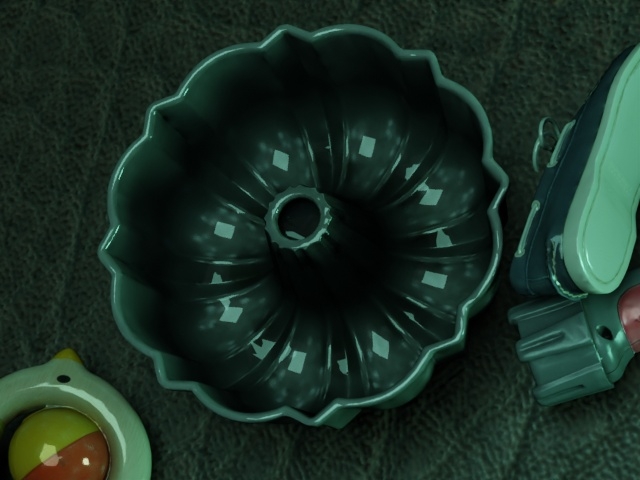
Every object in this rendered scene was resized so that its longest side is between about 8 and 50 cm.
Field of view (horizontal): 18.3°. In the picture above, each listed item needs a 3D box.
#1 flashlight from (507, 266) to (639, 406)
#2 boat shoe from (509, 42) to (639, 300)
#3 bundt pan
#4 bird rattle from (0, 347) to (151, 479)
[{"bbox_3d":[0.296,0.045,1.482,0.304,0.103,0.103,-21,85,10],"label":"flashlight"},{"bbox_3d":[0.210,-0.055,1.529,0.079,0.095,0.254,-10,46,37],"label":"boat shoe"},{"bbox_3d":[0.000,0.000,1.577,0.331,0.124,0.330,-6,71,16],"label":"bundt pan"},{"bbox_3d":[-0.231,0.196,1.586,0.207,0.143,0.253,-35,67,-14],"label":"bird rattle"}]
